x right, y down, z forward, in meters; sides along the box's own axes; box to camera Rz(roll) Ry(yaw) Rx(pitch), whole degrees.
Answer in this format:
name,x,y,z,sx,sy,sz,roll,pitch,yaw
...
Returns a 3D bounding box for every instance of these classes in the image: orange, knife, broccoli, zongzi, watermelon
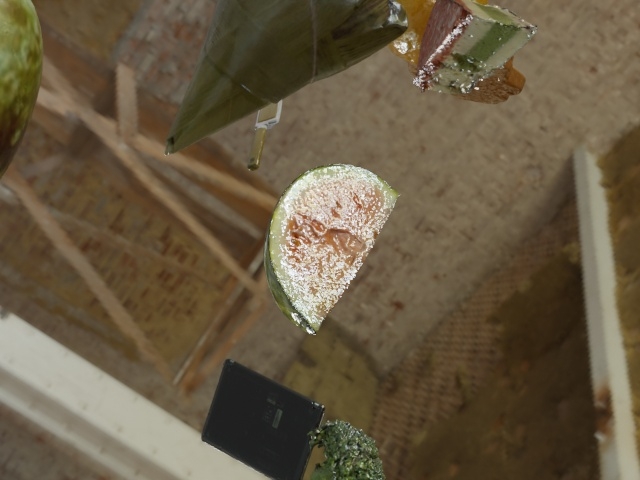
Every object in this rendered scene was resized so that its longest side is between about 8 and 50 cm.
name,x,y,z,sx,sy,sz,roll,pitch,yaw
orange,0.158,-0.339,1.551,0.155,0.177,0.178,-5,-131,56
knife,-0.092,-0.205,1.893,0.046,0.022,0.256,-17,-141,22
broccoli,0.031,0.270,1.288,0.092,0.097,0.095,-37,-145,30
zongzi,-0.091,-0.273,1.152,0.300,0.274,0.145,-29,-165,-10
watermelon,-0.010,0.002,0.908,0.163,0.087,0.069,-56,-173,-34

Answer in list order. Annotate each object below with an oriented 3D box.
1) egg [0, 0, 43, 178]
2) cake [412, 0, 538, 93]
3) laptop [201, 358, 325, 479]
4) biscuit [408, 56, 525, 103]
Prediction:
name,x,y,z,sx,sy,sz,roll,pitch,yaw
egg,-0.370,-0.126,0.935,0.289,0.238,0.238,-44,-172,-11
cake,0.171,-0.245,1.196,0.220,0.086,0.117,126,-26,-74
laptop,-0.083,0.255,1.512,0.016,0.180,0.129,11,99,-57
biscuit,0.242,-0.292,1.831,0.334,0.202,0.047,22,81,-71
